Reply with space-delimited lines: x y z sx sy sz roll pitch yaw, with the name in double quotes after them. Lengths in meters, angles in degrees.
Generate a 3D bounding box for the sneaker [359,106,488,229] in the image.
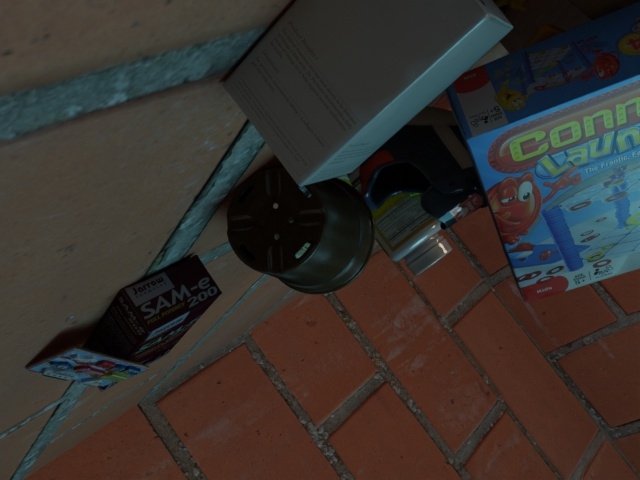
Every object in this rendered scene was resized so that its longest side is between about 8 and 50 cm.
0.207 -0.085 0.807 0.350 0.148 0.131 2 158 33 "sneaker"

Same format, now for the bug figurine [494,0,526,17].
0.229 -0.227 0.649 0.279 0.072 0.216 -38 132 14 "bug figurine"

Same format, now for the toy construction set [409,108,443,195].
0.240 -0.170 0.994 0.328 0.151 0.215 -32 172 22 "toy construction set"

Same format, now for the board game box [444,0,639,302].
0.317 -0.087 0.658 0.308 0.086 0.302 -20 140 15 "board game box"

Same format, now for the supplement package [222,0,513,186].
0.036 -0.140 0.493 0.179 0.105 0.105 -40 172 28 "supplement package"

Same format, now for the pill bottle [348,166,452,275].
0.139 -0.045 1.176 0.117 0.215 0.117 -36 174 -5 "pill bottle"

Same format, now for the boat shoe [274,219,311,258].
0.000 0.000 1.228 0.098 0.109 0.302 -46 160 26 "boat shoe"

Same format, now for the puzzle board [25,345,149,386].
-0.313 0.175 0.882 0.096 0.011 0.128 -24 147 25 "puzzle board"

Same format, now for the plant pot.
-0.030 -0.017 0.827 0.167 0.167 0.165 -38 164 11 "plant pot"

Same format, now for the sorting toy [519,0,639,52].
0.283 -0.264 0.537 0.196 0.047 0.348 21 135 -35 "sorting toy"

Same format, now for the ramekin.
0.326 -0.254 0.804 0.207 0.207 0.109 -28 159 -53 "ramekin"

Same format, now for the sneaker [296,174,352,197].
0.013 -0.050 1.020 0.081 0.094 0.208 -41 173 23 "sneaker"

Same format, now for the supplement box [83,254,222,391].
-0.253 0.125 0.951 0.130 0.073 0.239 -29 169 -42 "supplement box"
